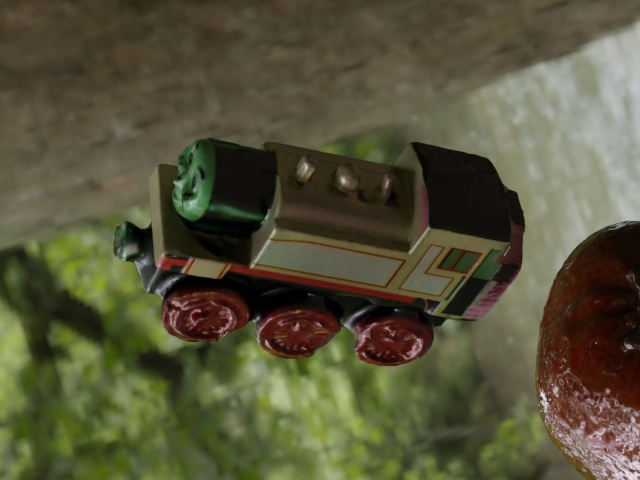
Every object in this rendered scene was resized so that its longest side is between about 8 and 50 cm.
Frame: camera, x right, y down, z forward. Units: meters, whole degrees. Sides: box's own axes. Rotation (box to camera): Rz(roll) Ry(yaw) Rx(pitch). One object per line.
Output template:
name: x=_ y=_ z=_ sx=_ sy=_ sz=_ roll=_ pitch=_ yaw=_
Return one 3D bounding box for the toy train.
toy train: x=0.000 y=0.000 z=0.649 sx=0.087 sy=0.138 sz=0.050 roll=122 pitch=149 yaw=-43

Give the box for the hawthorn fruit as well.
hawthorn fruit: x=0.318 y=0.115 z=1.517 sx=0.307 sy=0.265 sz=0.265 roll=45 pitch=-163 yaw=-53
